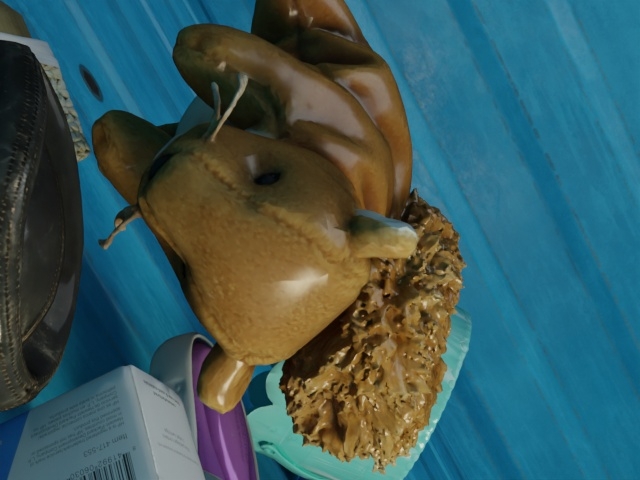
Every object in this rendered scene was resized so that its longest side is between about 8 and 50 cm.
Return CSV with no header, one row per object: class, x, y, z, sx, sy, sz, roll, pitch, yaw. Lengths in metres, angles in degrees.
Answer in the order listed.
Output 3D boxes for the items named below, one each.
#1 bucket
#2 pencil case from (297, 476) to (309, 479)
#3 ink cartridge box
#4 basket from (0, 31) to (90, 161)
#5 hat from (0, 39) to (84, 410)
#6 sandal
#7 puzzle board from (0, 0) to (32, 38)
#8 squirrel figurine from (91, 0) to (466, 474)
bucket,0.035,0.147,1.083,0.183,0.281,0.281,28,11,-2
pencil case,0.052,0.393,1.097,0.306,0.119,0.133,-107,171,-53
ink cartridge box,-0.129,0.189,0.529,0.190,0.140,0.082,68,7,28
basket,-0.257,-0.087,0.714,0.103,0.113,0.167,64,8,-6
hat,-0.186,-0.015,0.451,0.331,0.134,0.331,169,-90,-89
sandal,-0.038,0.239,0.695,0.169,0.102,0.416,50,16,-60
puzzle board,-0.327,-0.204,1.024,0.128,0.011,0.096,65,7,10
squirrel figurine,0.000,0.000,0.776,0.397,0.281,0.370,48,9,-20
